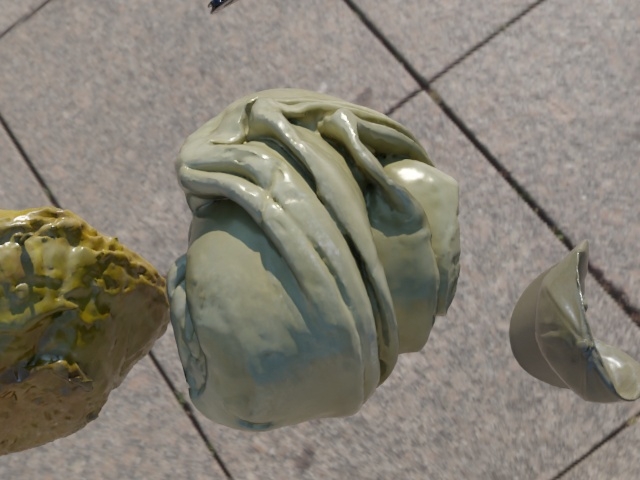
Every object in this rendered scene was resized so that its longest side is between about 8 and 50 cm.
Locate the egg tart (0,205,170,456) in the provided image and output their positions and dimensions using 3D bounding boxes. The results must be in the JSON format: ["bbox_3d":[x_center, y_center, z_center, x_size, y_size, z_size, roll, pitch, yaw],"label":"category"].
[{"bbox_3d":[-0.317,0.107,0.944,0.352,0.339,0.153,5,51,-30],"label":"egg tart"}]

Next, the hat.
[{"bbox_3d":[0.238,0.108,1.004,0.173,0.144,0.166,-33,78,42],"label":"hat"}]

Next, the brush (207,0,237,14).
[{"bbox_3d":[-0.023,-0.326,1.197,0.067,0.072,0.313,53,46,-4],"label":"brush"}]

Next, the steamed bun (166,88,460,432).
[{"bbox_3d":[0.001,0.003,0.836,0.203,0.289,0.276,-18,107,38],"label":"steamed bun"}]
